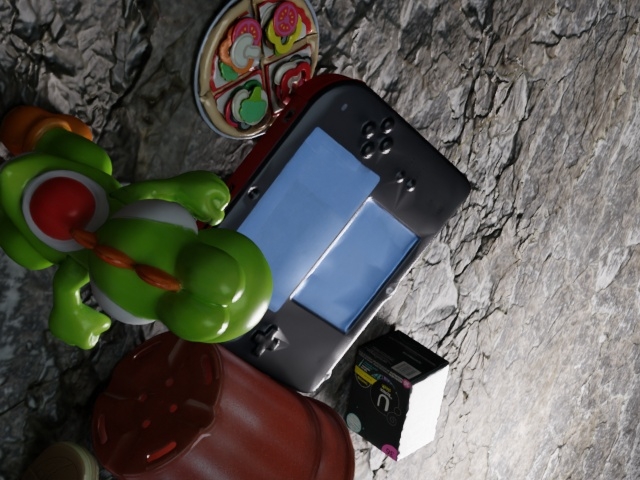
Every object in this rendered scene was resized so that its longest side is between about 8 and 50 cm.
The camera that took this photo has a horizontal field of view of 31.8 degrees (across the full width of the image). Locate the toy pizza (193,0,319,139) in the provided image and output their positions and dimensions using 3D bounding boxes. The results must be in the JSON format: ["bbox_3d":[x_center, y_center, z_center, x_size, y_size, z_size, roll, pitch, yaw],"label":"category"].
[{"bbox_3d":[-0.069,-0.214,1.368,0.201,0.032,0.201,-29,134,-34],"label":"toy pizza"}]

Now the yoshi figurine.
[{"bbox_3d":[-0.186,0.005,1.110,0.203,0.362,0.203,-26,132,-37],"label":"yoshi figurine"}]

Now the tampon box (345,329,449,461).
[{"bbox_3d":[0.124,0.253,1.845,0.101,0.120,0.161,-19,128,-42],"label":"tampon box"}]

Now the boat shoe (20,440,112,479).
[{"bbox_3d":[-0.328,0.363,1.426,0.089,0.105,0.285,-13,135,-49],"label":"boat shoe"}]

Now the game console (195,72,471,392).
[{"bbox_3d":[0.000,0.000,1.492,0.342,0.060,0.386,36,94,-40],"label":"game console"}]

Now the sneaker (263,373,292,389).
[{"bbox_3d":[-0.010,0.156,1.669,0.178,0.072,0.077,-53,155,2],"label":"sneaker"}]

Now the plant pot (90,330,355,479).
[{"bbox_3d":[-0.137,0.263,1.450,0.272,0.272,0.265,-52,132,-10],"label":"plant pot"}]
